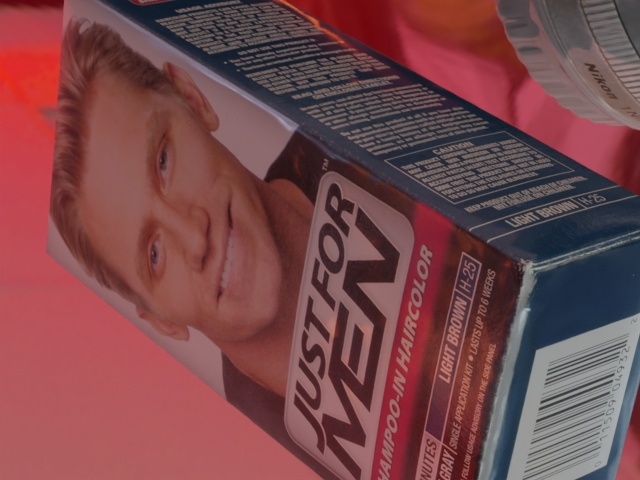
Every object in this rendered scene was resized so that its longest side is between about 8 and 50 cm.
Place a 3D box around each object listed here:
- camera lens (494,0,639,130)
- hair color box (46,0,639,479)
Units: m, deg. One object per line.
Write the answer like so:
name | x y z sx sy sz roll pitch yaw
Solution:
camera lens | 0.246 -0.167 0.873 0.219 0.219 0.274 -8 -177 -42
hair color box | 0.000 0.000 0.880 0.105 0.173 0.347 -15 -145 -38
